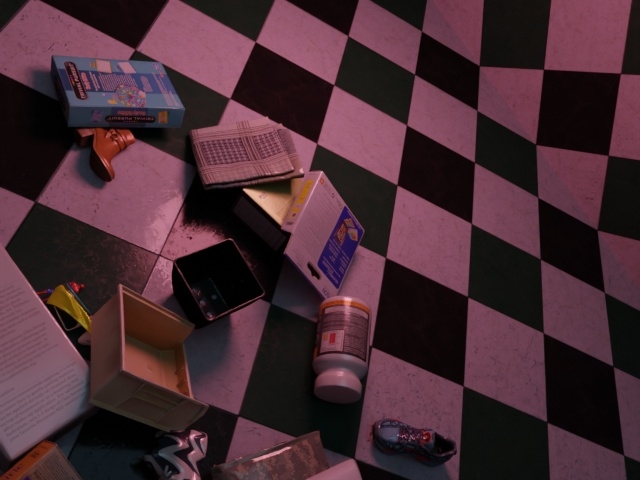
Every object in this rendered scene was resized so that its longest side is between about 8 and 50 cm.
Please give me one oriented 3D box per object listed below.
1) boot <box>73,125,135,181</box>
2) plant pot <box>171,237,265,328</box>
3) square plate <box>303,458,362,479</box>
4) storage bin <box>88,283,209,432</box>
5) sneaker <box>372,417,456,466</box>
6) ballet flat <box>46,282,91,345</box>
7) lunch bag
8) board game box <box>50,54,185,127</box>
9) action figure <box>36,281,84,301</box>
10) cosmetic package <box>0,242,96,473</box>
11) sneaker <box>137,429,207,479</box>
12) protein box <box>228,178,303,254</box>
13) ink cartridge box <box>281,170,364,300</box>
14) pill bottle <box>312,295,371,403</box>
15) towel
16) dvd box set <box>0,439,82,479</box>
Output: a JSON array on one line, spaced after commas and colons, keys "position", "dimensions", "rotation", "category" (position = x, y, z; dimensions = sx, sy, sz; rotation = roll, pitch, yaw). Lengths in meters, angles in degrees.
[{"position": [-0.612, -0.271, 1.747], "dimensions": [0.152, 0.073, 0.197], "rotation": [-25, 78, -43], "category": "boot"}, {"position": [-0.297, 0.137, 1.608], "dimensions": [0.188, 0.167, 0.187], "rotation": [-23, 74, -39], "category": "plant pot"}, {"position": [0.023, 0.699, 1.308], "dimensions": [0.347, 0.049, 0.344], "rotation": [-4, 66, -42], "category": "square plate"}, {"position": [-0.396, 0.280, 1.379], "dimensions": [0.260, 0.123, 0.262], "rotation": [38, 17, -39], "category": "storage bin"}, {"position": [0.275, 0.563, 1.699], "dimensions": [0.262, 0.125, 0.104], "rotation": [22, 52, -18], "category": "sneaker"}, {"position": [-0.581, 0.209, 1.462], "dimensions": [0.077, 0.077, 0.231], "rotation": [-43, 95, -19], "category": "ballet flat"}, {"position": [-0.113, 0.617, 1.411], "dimensions": [0.287, 0.169, 0.235], "rotation": [-4, 64, -38], "category": "lunch bag"}, {"position": [-0.621, -0.454, 1.816], "dimensions": [0.336, 0.079, 0.253], "rotation": [-7, 51, -33], "category": "board game box"}, {"position": [-0.654, 0.130, 1.493], "dimensions": [0.115, 0.030, 0.038], "rotation": [-17, 75, -37], "category": "action figure"}, {"position": [-0.704, 0.246, 1.302], "dimensions": [0.230, 0.161, 0.453], "rotation": [-32, 81, -41], "category": "cosmetic package"}, {"position": [-0.353, 0.546, 1.364], "dimensions": [0.153, 0.094, 0.235], "rotation": [17, 54, -19], "category": "sneaker"}, {"position": [-0.139, -0.106, 1.874], "dimensions": [0.201, 0.136, 0.200], "rotation": [43, 49, 0], "category": "protein box"}, {"position": [0.000, 0.000, 1.822], "dimensions": [0.303, 0.072, 0.307], "rotation": [52, 54, -41], "category": "ink cartridge box"}, {"position": [0.061, 0.313, 1.708], "dimensions": [0.162, 0.162, 0.278], "rotation": [22, 52, -17], "category": "pill bottle"}, {"position": [-0.234, -0.281, 1.864], "dimensions": [0.324, 0.056, 0.312], "rotation": [-9, 43, -15], "category": "towel"}, {"position": [-0.595, 0.635, 1.095], "dimensions": [0.420, 0.062, 0.307], "rotation": [-44, 119, -40], "category": "dvd box set"}]
